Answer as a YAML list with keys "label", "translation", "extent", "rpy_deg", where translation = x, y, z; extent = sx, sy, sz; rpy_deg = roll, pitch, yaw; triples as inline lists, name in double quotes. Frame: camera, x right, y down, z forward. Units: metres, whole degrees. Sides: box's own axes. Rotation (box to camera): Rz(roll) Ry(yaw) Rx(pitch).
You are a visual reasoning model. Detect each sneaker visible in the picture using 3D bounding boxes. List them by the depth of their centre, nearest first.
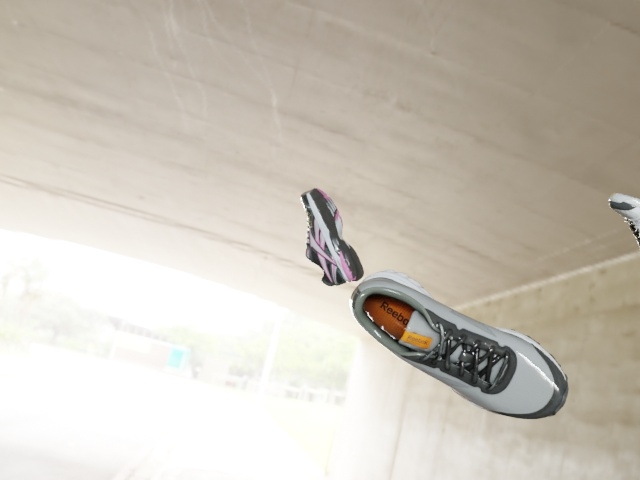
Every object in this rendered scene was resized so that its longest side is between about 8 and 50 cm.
- label: "sneaker"
  translation: [0.252, -0.005, 0.674]
  extent: [0.083, 0.037, 0.032]
  rpy_deg: [32, 8, -3]
- label: "sneaker"
  translation: [0.148, 0.125, 1.002]
  extent: [0.271, 0.100, 0.108]
  rpy_deg: [27, 8, 15]
- label: "sneaker"
  translation: [0.000, 0.000, 1.513]
  extent: [0.077, 0.178, 0.072]
  rpy_deg: [-26, -7, 26]
